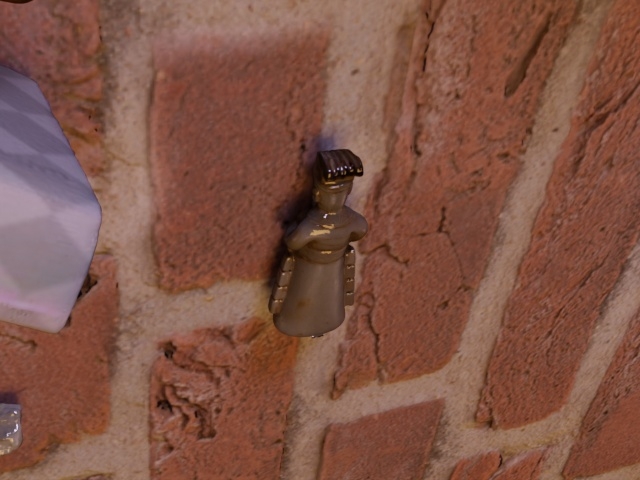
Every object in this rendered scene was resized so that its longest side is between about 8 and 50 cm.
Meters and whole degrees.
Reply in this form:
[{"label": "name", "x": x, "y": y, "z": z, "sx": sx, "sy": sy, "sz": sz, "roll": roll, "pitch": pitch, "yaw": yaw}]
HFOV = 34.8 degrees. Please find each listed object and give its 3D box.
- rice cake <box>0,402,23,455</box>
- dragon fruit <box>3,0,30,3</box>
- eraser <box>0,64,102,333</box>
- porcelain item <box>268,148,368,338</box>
[{"label": "rice cake", "x": -0.403, "y": 0.197, "z": 0.937, "sx": 0.256, "sy": 0.052, "sz": 0.057, "roll": -10, "pitch": 165, "yaw": -18}, {"label": "dragon fruit", "x": -0.228, "y": -0.208, "z": 0.490, "sx": 0.227, "sy": 0.307, "sz": 0.243, "roll": -17, "pitch": 106, "yaw": 3}, {"label": "eraser", "x": -0.313, "y": -0.085, "z": 0.546, "sx": 0.397, "sy": 0.213, "sz": 0.082, "roll": 24, "pitch": 110, "yaw": -44}, {"label": "porcelain item", "x": 0.000, "y": 0.000, "z": 0.932, "sx": 0.084, "sy": 0.054, "sz": 0.213, "roll": -11, "pitch": 137, "yaw": -20}]
